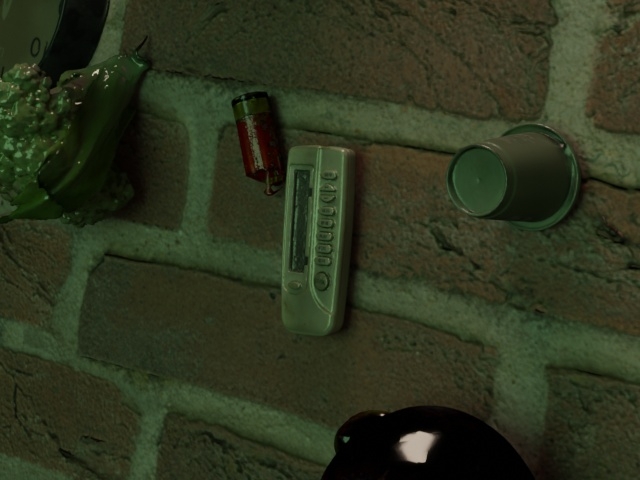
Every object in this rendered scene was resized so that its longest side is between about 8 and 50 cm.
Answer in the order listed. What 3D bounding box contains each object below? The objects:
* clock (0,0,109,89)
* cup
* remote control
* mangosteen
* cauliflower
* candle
[{"bbox_3d":[-0.461,-0.367,2.225,0.386,0.076,0.386,0,89,37],"label":"clock"},{"bbox_3d":[0.206,-0.069,1.682,0.120,0.141,0.120,1,92,35],"label":"cup"},{"bbox_3d":[-0.001,0.000,1.893,0.090,0.049,0.230,6,94,38],"label":"remote control"},{"bbox_3d":[0.106,0.307,1.712,0.302,0.275,0.275,-144,65,-70],"label":"mangosteen"},{"bbox_3d":[-0.335,-0.153,2.069,0.256,0.315,0.239,43,157,-3],"label":"cauliflower"},{"bbox_3d":[-0.075,-0.119,1.950,0.052,0.052,0.130,-20,79,35],"label":"candle"}]
